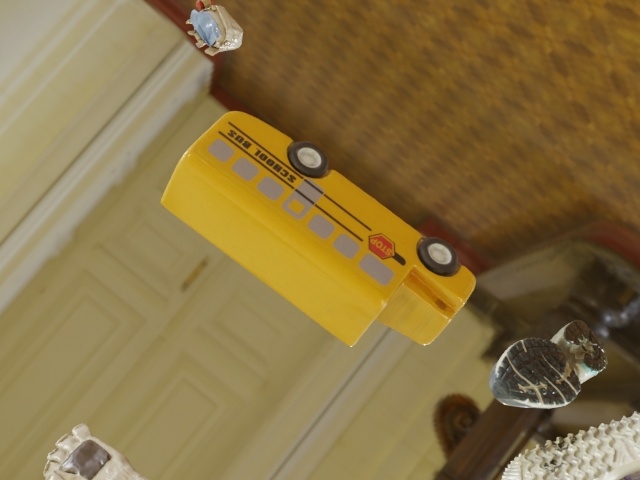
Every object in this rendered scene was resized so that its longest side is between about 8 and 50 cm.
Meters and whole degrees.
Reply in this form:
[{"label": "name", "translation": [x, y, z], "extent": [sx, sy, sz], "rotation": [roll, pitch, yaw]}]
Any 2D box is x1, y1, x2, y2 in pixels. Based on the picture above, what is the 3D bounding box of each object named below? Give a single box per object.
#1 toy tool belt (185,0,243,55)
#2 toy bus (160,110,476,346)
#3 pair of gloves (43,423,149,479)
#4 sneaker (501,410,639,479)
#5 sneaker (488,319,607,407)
[{"label": "toy tool belt", "translation": [-0.131, -0.251, 1.326], "extent": [0.083, 0.051, 0.052], "rotation": [50, 151, 22]}, {"label": "toy bus", "translation": [0.000, 0.000, 1.247], "extent": [0.332, 0.130, 0.108], "rotation": [37, 136, 2]}, {"label": "pair of gloves", "translation": [-0.355, 0.366, 1.534], "extent": [0.204, 0.240, 0.042], "rotation": [28, 146, 41]}, {"label": "sneaker", "translation": [0.348, 0.262, 1.189], "extent": [0.102, 0.293, 0.146], "rotation": [-85, -24, -62]}, {"label": "sneaker", "translation": [0.322, 0.210, 1.686], "extent": [0.283, 0.122, 0.110], "rotation": [-9, -119, -52]}]
